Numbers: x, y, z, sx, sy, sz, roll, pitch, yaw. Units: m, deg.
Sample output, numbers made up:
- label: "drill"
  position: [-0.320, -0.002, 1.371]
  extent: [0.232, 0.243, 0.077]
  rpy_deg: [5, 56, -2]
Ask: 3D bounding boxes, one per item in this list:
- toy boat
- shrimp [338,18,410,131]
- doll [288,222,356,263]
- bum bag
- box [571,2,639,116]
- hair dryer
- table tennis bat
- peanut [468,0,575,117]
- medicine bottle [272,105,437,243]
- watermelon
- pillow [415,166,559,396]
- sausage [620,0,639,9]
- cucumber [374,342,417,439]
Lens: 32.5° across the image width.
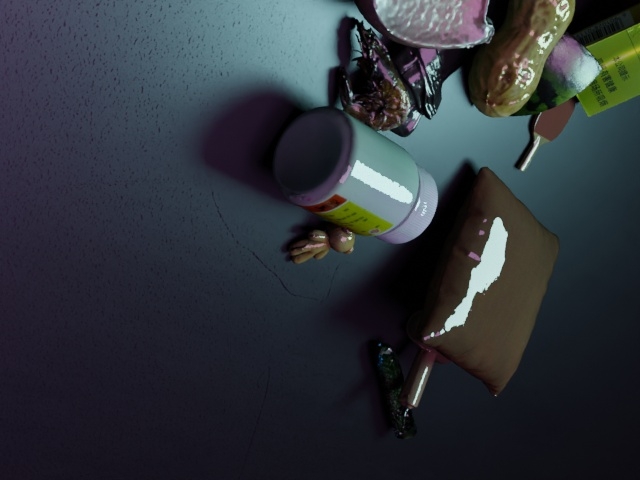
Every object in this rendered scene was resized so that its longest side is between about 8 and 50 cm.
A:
- label: "toy boat"
  position: [0.137, -0.329, 1.416]
  extent: [0.227, 0.085, 0.155]
  rpy_deg: [0, 121, -30]
- label: "shrimp"
  position: [0.063, -0.215, 1.469]
  extent: [0.091, 0.034, 0.161]
  rpy_deg: [-21, 118, 4]
- label: "doll"
  position: [0.004, 0.006, 1.591]
  extent: [0.093, 0.051, 0.061]
  rpy_deg: [-34, 144, -16]
- label: "bum bag"
  position: [0.159, -0.260, 1.525]
  extent: [0.248, 0.060, 0.123]
  rpy_deg: [-50, 134, 3]
- label: "box"
  position: [0.535, -0.314, 1.716]
  extent: [0.311, 0.043, 0.173]
  rpy_deg: [-23, 144, 18]
- label: "hair dryer"
  position: [0.171, 0.218, 1.857]
  extent: [0.117, 0.064, 0.181]
  rpy_deg: [45, 65, -50]
- label: "table tennis bat"
  position: [0.370, -0.183, 1.810]
  extent: [0.087, 0.013, 0.156]
  rpy_deg: [17, 106, -50]
- label: "peanut"
  position: [0.276, -0.274, 1.500]
  extent: [0.098, 0.103, 0.229]
  rpy_deg: [21, 108, -13]
- label: "medicine bottle"
  position: [0.052, -0.083, 1.499]
  extent: [0.225, 0.139, 0.139]
  rpy_deg: [24, 102, -48]
- label: "watermelon"
  position: [0.311, -0.258, 1.601]
  extent: [0.137, 0.145, 0.193]
  rpy_deg: [-24, 133, -33]
- label: "pillow"
  position: [0.278, 0.075, 1.816]
  extent: [0.305, 0.108, 0.307]
  rpy_deg: [35, 74, -49]
- label: "sausage"
  position: [0.465, -0.456, 1.629]
  extent: [0.097, 0.094, 0.348]
  rpy_deg: [-56, 139, -14]
- label: "cucumber"
  position: [0.127, 0.257, 1.895]
  extent: [0.043, 0.044, 0.256]
  rpy_deg: [-17, 133, 0]
